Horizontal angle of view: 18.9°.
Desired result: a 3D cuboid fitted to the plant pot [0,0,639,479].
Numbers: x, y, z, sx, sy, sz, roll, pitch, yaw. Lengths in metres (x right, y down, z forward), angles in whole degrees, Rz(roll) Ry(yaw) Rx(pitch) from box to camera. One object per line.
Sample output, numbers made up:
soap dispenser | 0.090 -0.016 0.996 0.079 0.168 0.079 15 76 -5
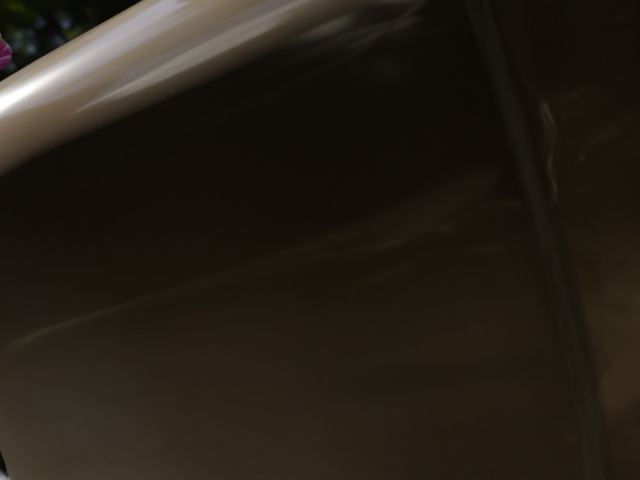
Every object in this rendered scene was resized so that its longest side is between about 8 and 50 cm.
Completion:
plant pot | 0.000 0.000 0.810 0.280 0.323 0.323 -14 -22 0

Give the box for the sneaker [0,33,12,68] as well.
sneaker | -0.361 -0.208 1.558 0.103 0.111 0.252 -30 -28 19
